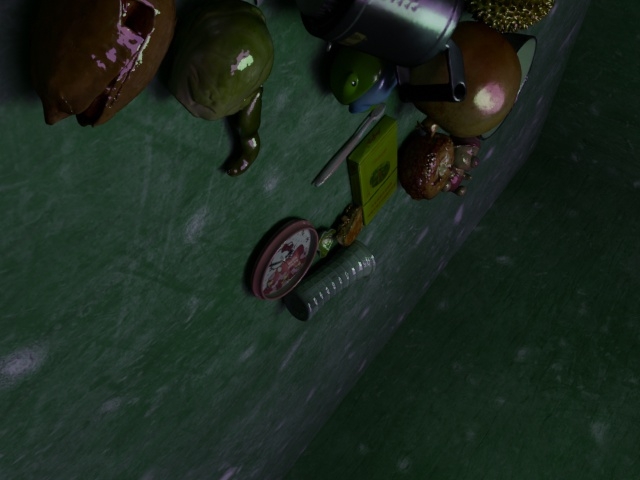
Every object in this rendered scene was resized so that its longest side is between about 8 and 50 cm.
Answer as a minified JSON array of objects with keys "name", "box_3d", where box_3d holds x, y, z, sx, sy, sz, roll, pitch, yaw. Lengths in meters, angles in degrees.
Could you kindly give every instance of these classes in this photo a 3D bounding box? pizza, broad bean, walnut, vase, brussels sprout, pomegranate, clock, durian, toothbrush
[{"name":"pizza","box_3d":[0.092,-0.051,1.582,0.175,0.046,0.134,-16,123,-68]},{"name":"broad bean","box_3d":[-0.137,-0.211,0.945,0.070,0.048,0.213,-32,149,-46]},{"name":"walnut","box_3d":[-0.253,-0.238,0.595,0.245,0.137,0.137,-51,158,9]},{"name":"vase","box_3d":[0.026,0.126,1.579,0.299,0.143,0.143,-35,148,-36]},{"name":"brussels sprout","box_3d":[-0.147,-0.274,0.760,0.183,0.131,0.145,-48,177,-22]},{"name":"pomegranate","box_3d":[0.379,-0.426,1.399,0.319,0.319,0.319,-44,153,-29]},{"name":"clock","box_3d":[-0.096,0.051,1.342,0.244,0.056,0.244,-42,153,-28]},{"name":"durian","box_3d":[0.513,-0.682,1.397,0.293,0.258,0.258,-19,136,-47]},{"name":"toothbrush","box_3d":[0.080,-0.251,1.348,0.307,0.025,0.029,-51,164,-15]}]

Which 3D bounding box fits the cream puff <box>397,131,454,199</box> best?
[{"name":"cream puff","box_3d":[0.348,-0.248,1.707,0.240,0.164,0.239,-37,135,-48]}]

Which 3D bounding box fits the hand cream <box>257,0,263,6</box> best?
[{"name":"hand cream","box_3d":[-0.079,-0.438,0.787,0.084,0.053,0.142,-52,166,-13]}]

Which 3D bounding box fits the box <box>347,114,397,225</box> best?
[{"name":"box","box_3d":[0.165,-0.200,1.550,0.187,0.047,0.335,-49,156,-18]}]

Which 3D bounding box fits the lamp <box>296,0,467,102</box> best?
[{"name":"lamp","box_3d":[0.093,-0.410,0.868,0.272,0.205,0.373,-16,111,-26]}]

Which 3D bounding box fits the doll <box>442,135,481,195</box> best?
[{"name":"doll","box_3d":[0.545,-0.309,2.025,0.255,0.152,0.196,-68,168,13]}]

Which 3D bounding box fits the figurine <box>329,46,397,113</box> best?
[{"name":"figurine","box_3d":[0.101,-0.357,1.135,0.162,0.143,0.263,-51,175,9]}]

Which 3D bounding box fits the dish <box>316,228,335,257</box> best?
[{"name":"dish","box_3d":[0.000,0.000,1.474,0.091,0.039,0.137,-67,164,0]}]

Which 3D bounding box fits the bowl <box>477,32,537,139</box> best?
[{"name":"bowl","box_3d":[0.544,-0.531,1.701,0.354,0.185,0.353,-44,153,-29]}]
